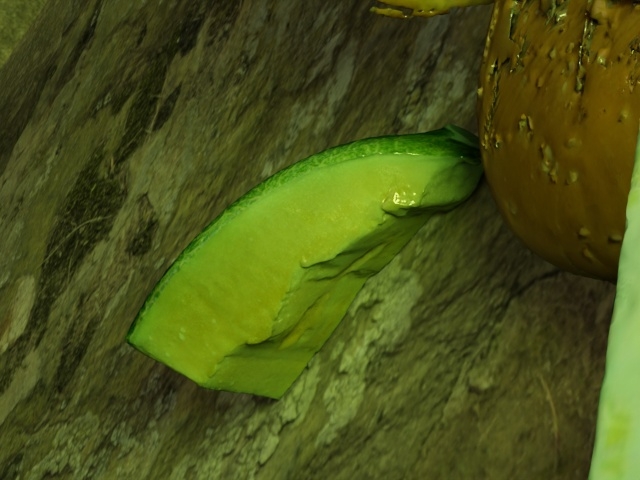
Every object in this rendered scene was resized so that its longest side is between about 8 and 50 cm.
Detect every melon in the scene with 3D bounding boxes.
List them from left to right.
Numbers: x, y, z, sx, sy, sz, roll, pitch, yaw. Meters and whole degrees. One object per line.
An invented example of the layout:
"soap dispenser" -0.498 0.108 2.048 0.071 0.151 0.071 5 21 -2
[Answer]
"melon" 0.000 0.000 1.262 0.323 0.196 0.124 -45 67 19

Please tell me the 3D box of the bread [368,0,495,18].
"bread" 0.132 -0.340 1.045 0.398 0.398 0.215 -46 46 32

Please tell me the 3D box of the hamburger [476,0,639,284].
"hamburger" 0.222 -0.110 0.916 0.304 0.174 0.284 -177 99 -68

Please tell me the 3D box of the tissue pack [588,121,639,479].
"tissue pack" 0.239 0.111 0.548 0.287 0.162 0.388 -7 59 37
